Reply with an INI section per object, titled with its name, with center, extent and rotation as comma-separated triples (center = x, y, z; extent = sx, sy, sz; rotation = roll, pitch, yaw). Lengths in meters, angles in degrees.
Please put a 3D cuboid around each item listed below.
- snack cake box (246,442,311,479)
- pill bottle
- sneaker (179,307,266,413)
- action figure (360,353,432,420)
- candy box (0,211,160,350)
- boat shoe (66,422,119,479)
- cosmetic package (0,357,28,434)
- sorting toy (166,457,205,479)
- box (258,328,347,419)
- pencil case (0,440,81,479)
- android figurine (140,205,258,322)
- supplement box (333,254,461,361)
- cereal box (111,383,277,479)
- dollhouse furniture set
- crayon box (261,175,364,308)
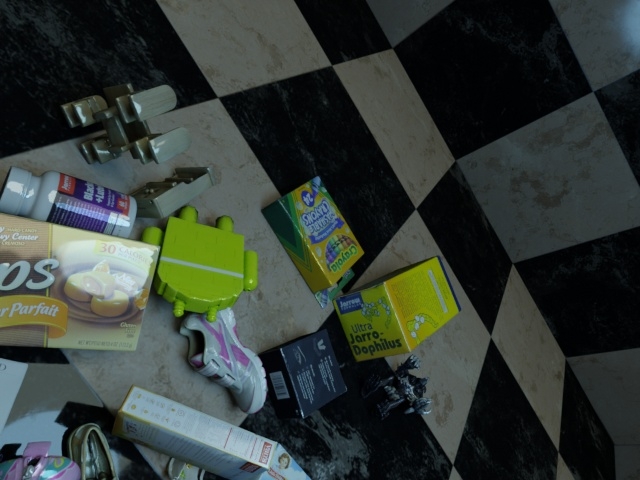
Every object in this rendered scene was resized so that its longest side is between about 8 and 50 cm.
[snack cake box]
center = -0.067, 0.555, 0.830
extent = 0.264, 0.089, 0.152
rotation = 54, 42, -13
[pill bottle]
center = -0.436, -0.057, 0.726
extent = 0.193, 0.108, 0.108
rotation = 20, 57, -40
[sneaker]
center = -0.204, 0.242, 0.841
extent = 0.111, 0.103, 0.252
rotation = -24, 81, -49
[action figure]
center = 0.249, 0.426, 1.198
extent = 0.275, 0.141, 0.164
rotation = 3, 57, -45
[candy box]
center = -0.429, 0.061, 0.633
extent = 0.316, 0.087, 0.183
rotation = 16, 83, -38
[boat shoe]
center = -0.339, 0.378, 0.639
extent = 0.068, 0.072, 0.190
rotation = -17, 84, -50
[cosmetic package]
center = -0.464, 0.253, 0.502
extent = 0.117, 0.085, 0.231
rotation = 28, 33, -33
[sorting toy]
center = -0.233, 0.409, 0.765
extent = 0.075, 0.044, 0.083
rotation = 51, 41, -27
[box]
center = -0.040, 0.309, 0.978
extent = 0.158, 0.093, 0.156
rotation = -10, 78, -48
[pencil case]
center = -0.373, 0.393, 0.481
extent = 0.124, 0.124, 0.284
rotation = 37, 20, -29
[android figurine]
center = -0.244, 0.044, 0.859
extent = 0.248, 0.056, 0.273
rotation = 14, 43, -25
[supplement box]
center = 0.241, 0.196, 1.260
extent = 0.356, 0.194, 0.195
rotation = -15, 82, -49
[cereal box]
center = -0.209, 0.320, 0.677
extent = 0.240, 0.173, 0.047
rotation = 27, 48, -11
[dollhouse furniture set]
center = -0.335, -0.189, 0.833
extent = 0.161, 0.212, 0.242
rotation = -48, 133, -46
[crayon box]
center = 0.000, 0.000, 1.187
extent = 0.323, 0.083, 0.203
rotation = 59, 41, -8
